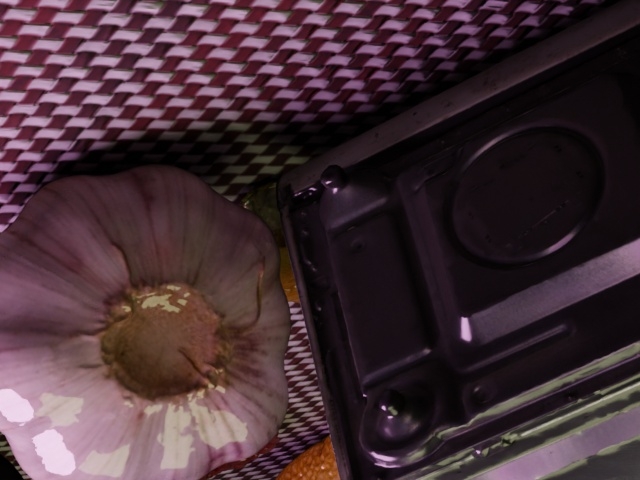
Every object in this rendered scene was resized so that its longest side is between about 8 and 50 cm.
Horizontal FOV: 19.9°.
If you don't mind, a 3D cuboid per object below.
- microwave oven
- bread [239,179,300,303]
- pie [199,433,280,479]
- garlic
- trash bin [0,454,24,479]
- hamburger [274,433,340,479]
[{"bbox_3d":[0.198,0.022,1.234,0.394,0.333,0.247,-27,135,14],"label":"microwave oven"},{"bbox_3d":[0.000,0.000,1.444,0.140,0.069,0.128,-8,158,-18],"label":"bread"},{"bbox_3d":[-0.118,0.220,1.941,0.154,0.038,0.153,-17,160,-7],"label":"pie"},{"bbox_3d":[-0.160,0.060,1.335,0.245,0.245,0.253,-4,-172,-28],"label":"garlic"},{"bbox_3d":[-0.373,0.235,1.566,0.214,0.214,0.334,-19,163,7],"label":"trash bin"},{"bbox_3d":[0.075,0.350,2.046,0.314,0.289,0.170,-34,153,27],"label":"hamburger"}]
